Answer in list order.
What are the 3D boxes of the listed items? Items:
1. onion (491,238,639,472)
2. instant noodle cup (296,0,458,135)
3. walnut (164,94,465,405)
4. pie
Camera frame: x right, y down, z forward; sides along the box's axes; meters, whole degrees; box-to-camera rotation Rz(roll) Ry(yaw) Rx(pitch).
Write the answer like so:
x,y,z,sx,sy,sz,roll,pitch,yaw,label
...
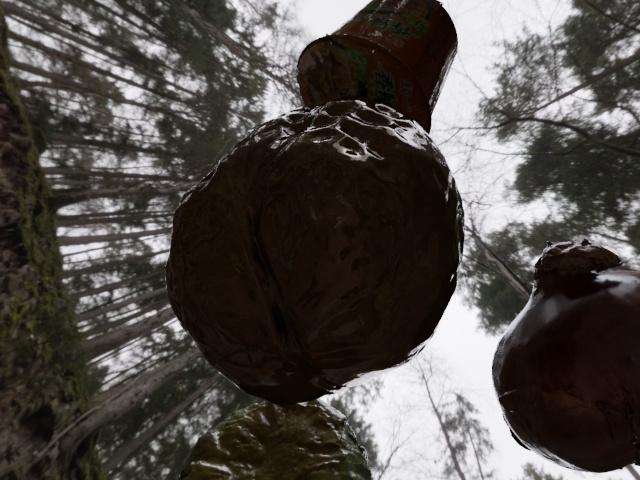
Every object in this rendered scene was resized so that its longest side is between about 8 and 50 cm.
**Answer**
x,y,z,sx,sy,sz,roll,pitch,yaw,label
0.437,0.198,0.770,0.354,0.353,0.353,1,-85,10,onion
0.104,-0.273,0.787,0.230,0.230,0.182,31,-114,6,instant noodle cup
0.000,0.000,0.619,0.354,0.397,0.307,-11,-57,22,walnut
-0.065,0.352,0.728,0.307,0.306,0.071,5,-63,9,pie
